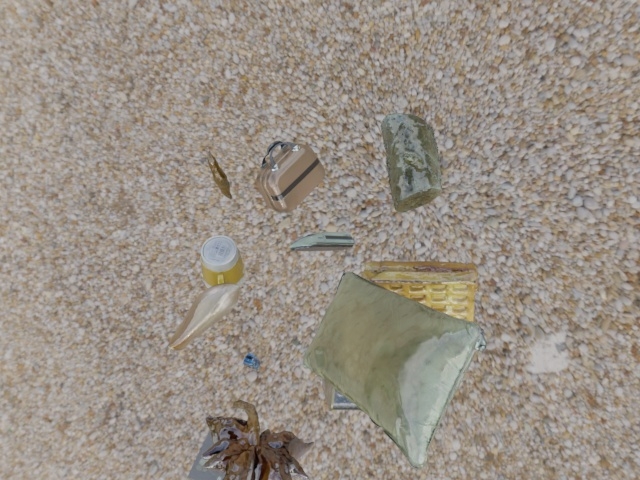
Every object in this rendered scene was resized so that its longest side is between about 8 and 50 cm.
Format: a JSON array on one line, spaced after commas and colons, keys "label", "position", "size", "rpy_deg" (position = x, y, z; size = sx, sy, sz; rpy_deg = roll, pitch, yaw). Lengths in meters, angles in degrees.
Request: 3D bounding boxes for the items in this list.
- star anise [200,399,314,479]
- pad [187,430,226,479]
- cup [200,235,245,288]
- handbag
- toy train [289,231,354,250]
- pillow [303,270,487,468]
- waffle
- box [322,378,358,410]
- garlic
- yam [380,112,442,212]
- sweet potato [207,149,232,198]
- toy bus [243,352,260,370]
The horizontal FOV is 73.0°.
[{"label": "star anise", "position": [-0.157, 0.496, 1.034], "size": [0.292, 0.349, 0.109], "rpy_deg": [25, 97, 5]}, {"label": "pad", "position": [-0.353, 0.737, 1.475], "size": [0.127, 0.004, 0.190], "rpy_deg": [27, 81, -13]}, {"label": "cup", "position": [-0.411, 0.120, 1.807], "size": [0.185, 0.226, 0.241], "rpy_deg": [-5, 56, -9]}, {"label": "handbag", "position": [-0.144, -0.301, 1.886], "size": [0.302, 0.149, 0.283], "rpy_deg": [-46, 127, -22]}, {"label": "toy train", "position": [0.000, 0.001, 1.145], "size": [0.055, 0.252, 0.048], "rpy_deg": [-20, 78, 34]}, {"label": "pillow", "position": [0.083, 0.160, 0.623], "size": [0.075, 0.302, 0.185], "rpy_deg": [29, 84, -32]}, {"label": "waffle", "position": [0.294, 0.160, 1.291], "size": [0.327, 0.098, 0.224], "rpy_deg": [-1, 133, 14]}, {"label": "box", "position": [0.061, 0.344, 1.122], "size": [0.090, 0.201, 0.145], "rpy_deg": [5, 89, -6]}, {"label": "garlic", "position": [-0.382, 0.246, 1.430], "size": [0.112, 0.143, 0.318], "rpy_deg": [40, 94, 6]}, {"label": "yam", "position": [0.170, -0.143, 0.805], "size": [0.107, 0.107, 0.183], "rpy_deg": [-8, 66, 14]}, {"label": "sweet potato", "position": [-0.451, -0.287, 1.937], "size": [0.067, 0.274, 0.067], "rpy_deg": [-6, 50, 7]}, {"label": "toy bus", "position": [-0.241, 0.430, 1.528], "size": [0.038, 0.083, 0.046], "rpy_deg": [11, 63, 16]}]
